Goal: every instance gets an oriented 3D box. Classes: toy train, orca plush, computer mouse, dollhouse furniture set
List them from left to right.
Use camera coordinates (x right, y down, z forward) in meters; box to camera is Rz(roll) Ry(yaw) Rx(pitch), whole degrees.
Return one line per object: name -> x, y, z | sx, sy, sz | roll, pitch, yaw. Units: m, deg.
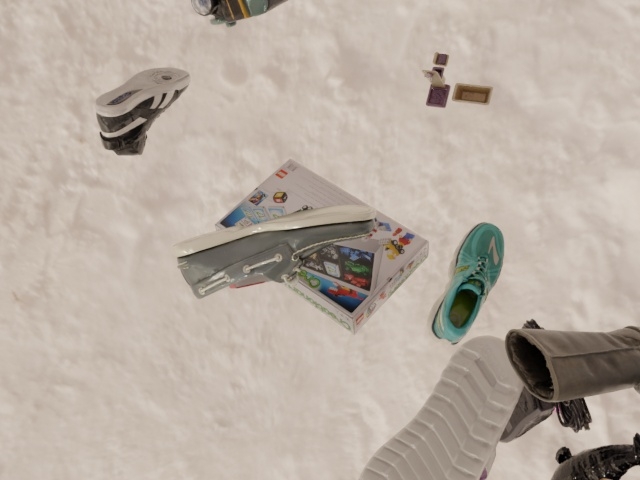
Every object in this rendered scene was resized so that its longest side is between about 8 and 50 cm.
toy train -> -0.103, -0.516, 1.635 | 0.334, 0.190, 0.142 | -42, 122, -44
dollhouse furniture set -> 0.226, -0.271, 1.381 | 0.114, 0.081, 0.091 | 12, 82, 25
computer mouse -> 0.349, 0.255, 1.402 | 0.072, 0.272, 0.189 | -12, 67, -25
orca plush -> 0.516, 0.475, 1.611 | 0.102, 0.287, 0.151 | -25, 85, -38

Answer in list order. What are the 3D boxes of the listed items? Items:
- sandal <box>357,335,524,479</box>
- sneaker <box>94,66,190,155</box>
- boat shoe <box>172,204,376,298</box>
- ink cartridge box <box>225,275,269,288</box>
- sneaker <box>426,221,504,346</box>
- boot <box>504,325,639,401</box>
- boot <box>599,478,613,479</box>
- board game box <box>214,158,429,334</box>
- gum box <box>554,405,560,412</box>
sandal -> 0.207, 0.343, 1.357 | 0.169, 0.102, 0.416 | 43, 107, 32
sneaker -> -0.313, -0.221, 1.483 | 0.079, 0.121, 0.217 | 24, 38, 24
boat shoe -> -0.062, 0.017, 1.233 | 0.319, 0.116, 0.099 | -11, 97, 18
ink cartridge box -> -0.140, 0.051, 1.579 | 0.109, 0.150, 0.063 | -12, 93, -25
sneaker -> 0.307, 0.086, 1.681 | 0.107, 0.110, 0.275 | 25, 73, -2
boot -> 0.338, 0.162, 0.962 | 0.208, 0.190, 0.076 | 6, 116, -36
boot -> 0.420, 0.332, 1.018 | 0.104, 0.211, 0.295 | -21, 113, -25
board game box -> 0.000, 0.000, 1.390 | 0.305, 0.053, 0.193 | 33, 62, 27
gum box -> 0.519, 0.279, 1.754 | 0.062, 0.188, 0.107 | 20, 112, 22
